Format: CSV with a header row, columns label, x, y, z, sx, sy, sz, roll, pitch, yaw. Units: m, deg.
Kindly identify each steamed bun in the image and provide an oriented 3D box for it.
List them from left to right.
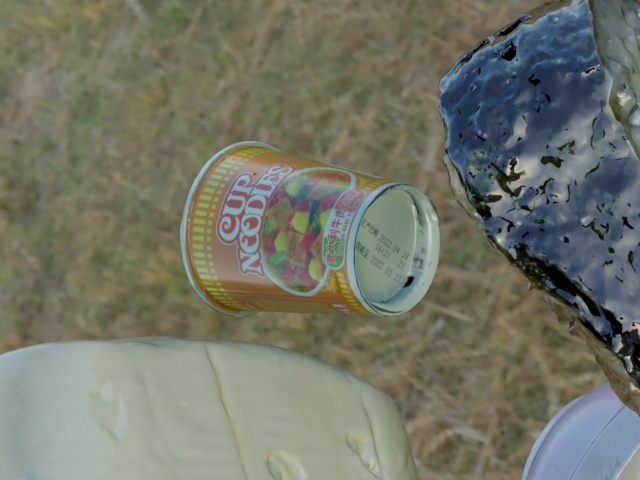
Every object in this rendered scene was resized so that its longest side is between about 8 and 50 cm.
label,x,y,z,sx,sy,sz,roll,pitch,yaw
steamed bun,-0.113,0.288,1.351,0.290,0.456,0.371,-33,58,34

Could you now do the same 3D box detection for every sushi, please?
label,x,y,z,sx,sy,sz,roll,pitch,yaw
sushi,0.227,-0.012,1.307,0.171,0.350,0.211,-32,10,31

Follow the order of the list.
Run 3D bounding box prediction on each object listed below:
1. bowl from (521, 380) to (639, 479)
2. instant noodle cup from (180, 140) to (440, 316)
label,x,y,z,sx,sy,sz,roll,pitch,yaw
bowl,0.307,0.254,1.817,0.144,0.287,0.287,28,96,43
instant noodle cup,0.000,0.000,1.565,0.185,0.168,0.168,9,79,43
